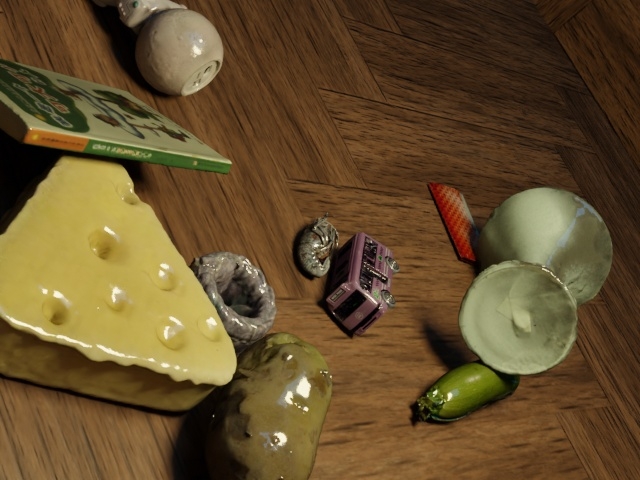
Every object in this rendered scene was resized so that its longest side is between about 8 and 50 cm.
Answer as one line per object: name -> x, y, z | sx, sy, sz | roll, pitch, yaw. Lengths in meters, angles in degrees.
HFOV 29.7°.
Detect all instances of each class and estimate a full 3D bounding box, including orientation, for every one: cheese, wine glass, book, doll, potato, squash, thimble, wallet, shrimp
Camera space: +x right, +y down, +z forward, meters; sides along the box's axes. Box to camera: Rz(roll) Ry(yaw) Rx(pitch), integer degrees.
cheese -> -0.263, 0.080, 1.531 | 0.384, 0.104, 0.384 | 33, 34, -25
wine glass -> 0.387, 0.081, 2.196 | 0.267, 0.267, 0.406 | 49, 24, -3
book -> -0.329, -0.176, 1.675 | 0.260, 0.043, 0.371 | 34, 17, 35
doll -> -0.282, -0.370, 1.977 | 0.287, 0.151, 0.151 | 51, 30, 10
potato -> -0.070, 0.238, 1.565 | 0.165, 0.165, 0.262 | 38, 45, -20
squash -> 0.255, 0.252, 2.058 | 0.331, 0.087, 0.087 | -9, 64, -54
thimble -> -0.140, 0.091, 1.691 | 0.150, 0.097, 0.150 | 34, 34, -27
wallet -> 0.286, -0.032, 2.472 | 0.103, 0.020, 0.197 | 16, 45, -42
shrimp -> 0.000, 0.000, 2.022 | 0.065, 0.057, 0.165 | 30, 42, -4

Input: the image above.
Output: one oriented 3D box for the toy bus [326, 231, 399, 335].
toy bus -> 0.065, 0.071, 2.003 | 0.098, 0.087, 0.178 | 38, 29, -17
